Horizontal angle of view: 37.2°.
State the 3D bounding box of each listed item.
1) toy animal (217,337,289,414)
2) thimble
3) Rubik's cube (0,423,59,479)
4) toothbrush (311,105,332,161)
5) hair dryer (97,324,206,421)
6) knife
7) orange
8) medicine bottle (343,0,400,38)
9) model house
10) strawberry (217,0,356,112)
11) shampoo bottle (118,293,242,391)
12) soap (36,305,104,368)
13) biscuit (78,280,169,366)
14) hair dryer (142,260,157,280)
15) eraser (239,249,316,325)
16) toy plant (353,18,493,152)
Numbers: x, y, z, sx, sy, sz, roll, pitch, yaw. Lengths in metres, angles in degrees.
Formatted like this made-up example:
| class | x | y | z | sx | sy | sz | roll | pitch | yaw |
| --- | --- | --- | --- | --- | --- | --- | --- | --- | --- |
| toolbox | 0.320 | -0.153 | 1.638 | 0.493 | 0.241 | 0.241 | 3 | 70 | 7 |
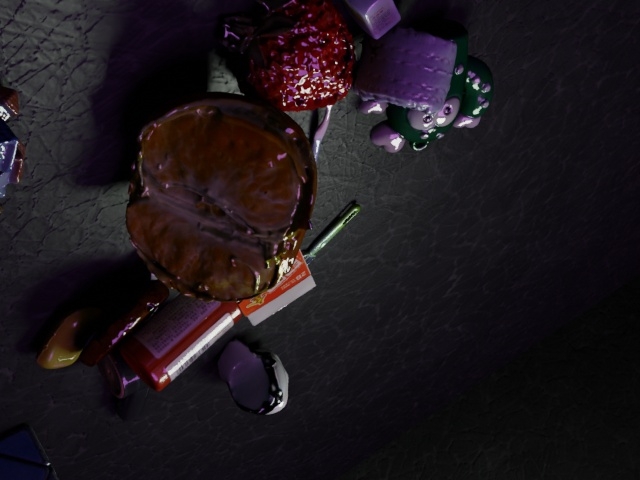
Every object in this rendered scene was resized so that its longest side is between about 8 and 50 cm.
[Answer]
| class | x | y | z | sx | sy | sz | roll | pitch | yaw |
| --- | --- | --- | --- | --- | --- | --- | --- | --- | --- |
| toy animal | -0.135 | 0.298 | 2.075 | 0.138 | 0.166 | 0.179 | -11 | 168 | 9 |
| thimble | 0.126 | -0.256 | 1.429 | 0.127 | 0.151 | 0.118 | 9 | 100 | -25 |
| Rubik's cube | -0.581 | 0.503 | 1.765 | 0.205 | 0.205 | 0.207 | -26 | 154 | -22 |
| toothbrush | -0.004 | -0.168 | 1.594 | 0.021 | 0.027 | 0.269 | -9 | 145 | -18 |
| hair dryer | -0.338 | 0.266 | 1.832 | 0.189 | 0.107 | 0.352 | -24 | 159 | -31 |
| knife | 0.000 | -0.001 | 1.891 | 0.212 | 0.015 | 0.054 | -44 | 148 | 17 |
| orange | -0.138 | -0.074 | 1.342 | 0.262 | 0.196 | 0.335 | 10 | 138 | -4 |
| medicine bottle | 0.061 | -0.344 | 1.329 | 0.055 | 0.074 | 0.118 | -38 | 154 | 3 |
| model house | -0.393 | -0.104 | 1.115 | 0.148 | 0.119 | 0.148 | -42 | 155 | -8 |
| strawberry | -0.021 | -0.251 | 1.343 | 0.188 | 0.106 | 0.286 | -47 | 153 | 22 |
| shampoo bottle | -0.212 | 0.133 | 1.655 | 0.278 | 0.104 | 0.104 | -42 | 157 | -21 |
| soap | -0.417 | 0.159 | 1.584 | 0.140 | 0.045 | 0.089 | -51 | 152 | 22 |
| biscuit | -0.328 | 0.137 | 1.589 | 0.192 | 0.049 | 0.192 | -42 | 179 | -1 |
| hair dryer | -0.187 | 0.016 | 1.565 | 0.218 | 0.088 | 0.225 | -19 | 173 | -4 |
| eraser | -0.102 | 0.070 | 1.836 | 0.157 | 0.038 | 0.230 | -33 | 150 | -6 |
| toy plant | 0.178 | -0.248 | 1.592 | 0.232 | 0.113 | 0.243 | -26 | 138 | 0 |
